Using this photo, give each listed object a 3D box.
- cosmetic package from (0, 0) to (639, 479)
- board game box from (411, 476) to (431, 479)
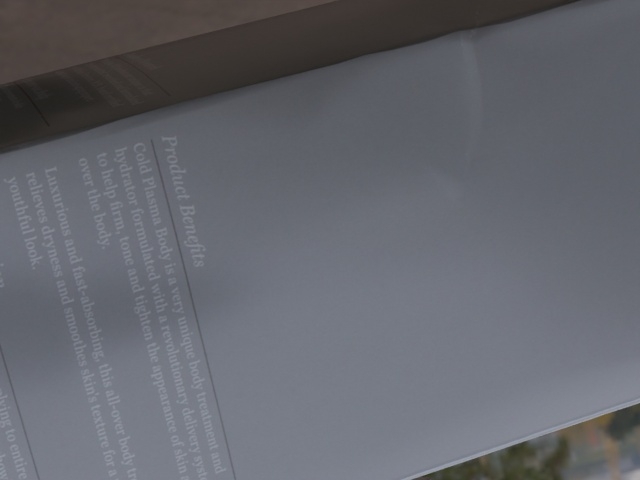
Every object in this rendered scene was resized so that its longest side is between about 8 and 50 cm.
[{"bbox_3d":[0.000,0.000,0.432,0.238,0.127,0.107,-15,-162,-17],"label":"cosmetic package"},{"bbox_3d":[0.012,0.262,0.626,0.053,0.305,0.193,0,179,11],"label":"board game box"}]
